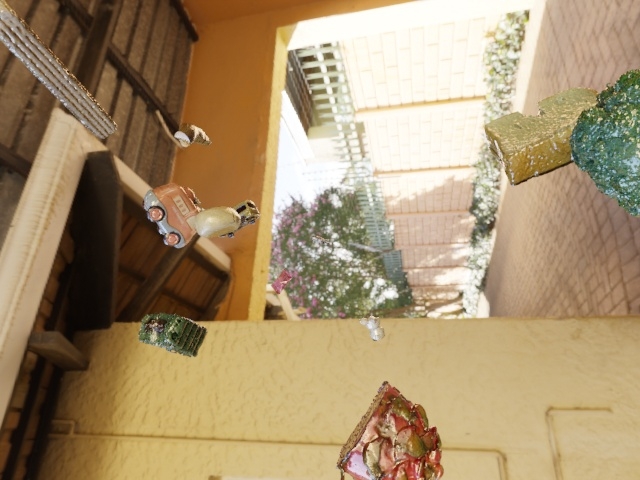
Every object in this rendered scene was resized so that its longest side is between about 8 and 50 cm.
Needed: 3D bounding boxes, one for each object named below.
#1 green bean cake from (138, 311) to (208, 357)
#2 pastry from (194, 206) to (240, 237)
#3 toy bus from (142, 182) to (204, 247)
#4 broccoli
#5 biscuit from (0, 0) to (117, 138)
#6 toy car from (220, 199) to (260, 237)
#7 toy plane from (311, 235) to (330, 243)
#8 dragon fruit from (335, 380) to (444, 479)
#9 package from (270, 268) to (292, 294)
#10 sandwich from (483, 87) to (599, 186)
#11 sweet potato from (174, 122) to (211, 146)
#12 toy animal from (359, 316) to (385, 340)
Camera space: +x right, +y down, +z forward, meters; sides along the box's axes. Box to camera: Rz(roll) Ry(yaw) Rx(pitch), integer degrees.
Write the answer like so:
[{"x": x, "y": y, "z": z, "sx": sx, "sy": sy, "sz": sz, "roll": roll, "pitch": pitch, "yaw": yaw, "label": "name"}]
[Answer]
[{"x": -0.486, "y": 0.287, "z": 1.313, "sx": 0.193, "sy": 0.208, "sz": 0.107, "roll": 62, "pitch": -139, "yaw": -63, "label": "green bean cake"}, {"x": -0.355, "y": -0.066, "z": 1.448, "sx": 0.156, "sy": 0.156, "sz": 0.092, "roll": -20, "pitch": -88, "yaw": -77, "label": "pastry"}, {"x": -0.654, "y": -0.125, "z": 1.895, "sx": 0.194, "sy": 0.232, "sz": 0.288, "roll": 29, "pitch": 150, "yaw": 55, "label": "toy bus"}, {"x": 0.588, "y": -0.174, "z": 0.740, "sx": 0.270, "sy": 0.270, "sz": 0.270, "roll": -27, "pitch": -59, "yaw": -30, "label": "broccoli"}, {"x": -0.751, "y": -0.470, "z": 1.178, "sx": 0.144, "sy": 0.078, "sz": 0.426, "roll": 44, "pitch": 168, "yaw": 27, "label": "biscuit"}, {"x": -0.455, "y": -0.112, "z": 2.255, "sx": 0.101, "sy": 0.256, "sz": 0.124, "roll": 7, "pitch": -122, "yaw": -65, "label": "toy car"}, {"x": 0.000, "y": 0.000, "z": 1.765, "sx": 0.078, "sy": 0.083, "sz": 0.031, "roll": 112, "pitch": 168, "yaw": -83, "label": "toy plane"}, {"x": 0.223, "y": 0.623, "z": 1.236, "sx": 0.314, "sy": 0.263, "sz": 0.296, "roll": -54, "pitch": -11, "yaw": -13, "label": "dragon fruit"}, {"x": -0.137, "y": 0.144, "z": 1.479, "sx": 0.083, "sy": 0.059, "sz": 0.029, "roll": -53, "pitch": -42, "yaw": 2, "label": "package"}, {"x": 0.568, "y": -0.271, "z": 1.045, "sx": 0.095, "sy": 0.273, "sz": 0.249, "roll": 59, "pitch": -161, "yaw": -28, "label": "sandwich"}, {"x": -0.569, "y": -0.461, "z": 1.867, "sx": 0.286, "sy": 0.085, "sz": 0.112, "roll": -53, "pitch": -60, "yaw": -84, "label": "sweet potato"}, {"x": 0.225, "y": 0.369, "z": 1.799, "sx": 0.124, "sy": 0.071, "sz": 0.085, "roll": 67, "pitch": -154, "yaw": -16, "label": "toy animal"}]
